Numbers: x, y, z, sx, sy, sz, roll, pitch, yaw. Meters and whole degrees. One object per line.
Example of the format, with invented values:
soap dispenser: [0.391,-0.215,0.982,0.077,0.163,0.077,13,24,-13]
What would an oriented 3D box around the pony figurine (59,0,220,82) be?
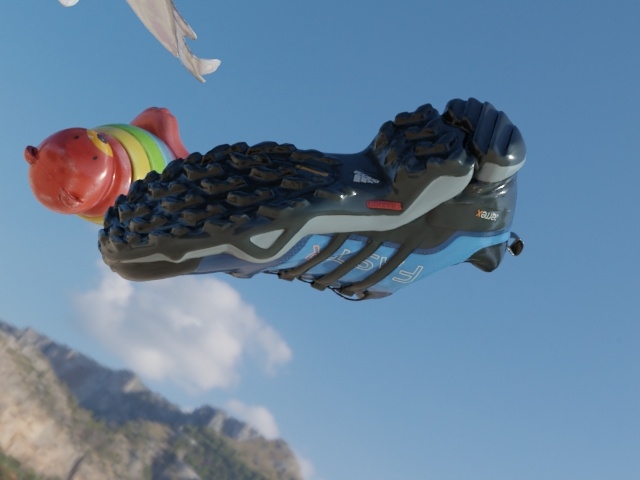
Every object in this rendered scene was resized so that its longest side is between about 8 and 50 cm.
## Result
pony figurine: [-0.183,-0.337,0.775,0.351,0.363,0.303,48,3,17]

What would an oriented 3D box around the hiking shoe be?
hiking shoe: [0.000,0.000,0.676,0.113,0.304,0.132,-102,-179,-54]

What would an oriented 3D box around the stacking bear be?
stacking bear: [-0.300,-0.096,1.356,0.175,0.164,0.289,53,16,9]
